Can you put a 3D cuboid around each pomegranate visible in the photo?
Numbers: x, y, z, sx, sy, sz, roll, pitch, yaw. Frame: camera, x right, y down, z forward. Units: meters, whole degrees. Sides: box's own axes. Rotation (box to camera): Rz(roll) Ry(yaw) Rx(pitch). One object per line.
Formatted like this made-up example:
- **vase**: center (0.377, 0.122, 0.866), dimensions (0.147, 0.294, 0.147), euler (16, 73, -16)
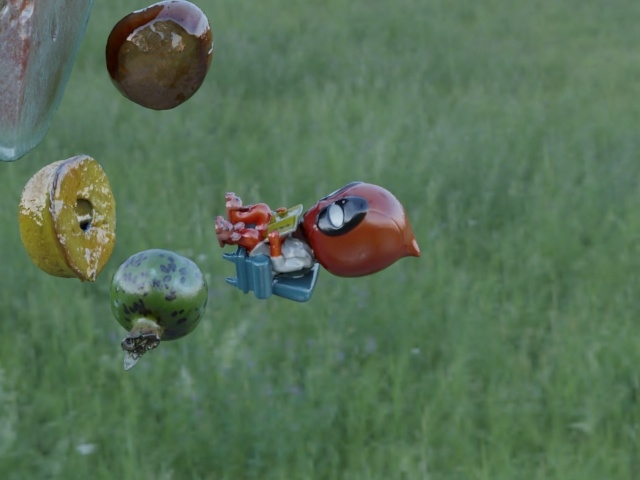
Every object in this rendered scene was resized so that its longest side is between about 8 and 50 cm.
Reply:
- **pomegranate**: center (-0.197, 0.081, 1.468), dimensions (0.122, 0.122, 0.161), euler (-4, 48, 24)

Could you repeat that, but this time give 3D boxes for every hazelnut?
- **hazelnut**: center (-0.118, -0.138, 0.916), dimensions (0.086, 0.086, 0.086), euler (-6, 4, 0)

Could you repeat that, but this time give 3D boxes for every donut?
- **donut**: center (-0.354, -0.030, 1.727), dimensions (0.074, 0.174, 0.190), euler (-9, 36, 18)

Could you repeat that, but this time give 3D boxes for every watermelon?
- **watermelon**: center (-0.239, -0.217, 0.881), dimensions (0.148, 0.318, 0.226), euler (12, -23, -5)

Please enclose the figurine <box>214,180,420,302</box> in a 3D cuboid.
- **figurine**: center (0.000, 0.000, 0.882), dimensions (0.140, 0.075, 0.068), euler (-3, 32, 9)
